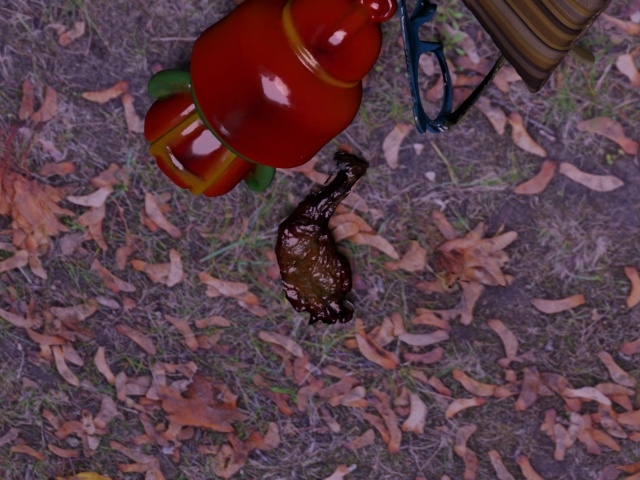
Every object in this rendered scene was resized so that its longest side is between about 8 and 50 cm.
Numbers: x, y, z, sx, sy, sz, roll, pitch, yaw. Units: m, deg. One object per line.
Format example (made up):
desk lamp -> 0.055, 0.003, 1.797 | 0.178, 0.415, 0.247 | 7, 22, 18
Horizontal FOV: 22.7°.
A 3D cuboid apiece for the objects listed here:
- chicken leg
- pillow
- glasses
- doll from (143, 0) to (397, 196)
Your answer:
chicken leg -> 0.000, 0.000, 1.904 | 0.106, 0.051, 0.253 | 10, 127, 5
pillow -> 0.188, -0.275, 1.482 | 0.208, 0.052, 0.212 | 53, 143, 14
glasses -> 0.174, -0.228, 1.670 | 0.207, 0.102, 0.239 | -12, 123, -6
doll -> -0.050, -0.171, 1.724 | 0.363, 0.160, 0.182 | -35, 101, 35
